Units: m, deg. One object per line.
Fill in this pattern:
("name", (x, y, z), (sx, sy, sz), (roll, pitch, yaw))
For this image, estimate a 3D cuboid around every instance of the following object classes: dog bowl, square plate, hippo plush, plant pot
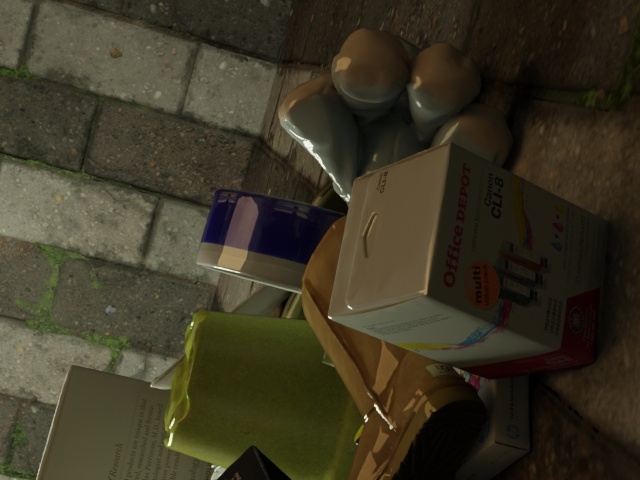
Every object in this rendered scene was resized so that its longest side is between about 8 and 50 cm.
("dog bowl", (-0.026, 0.015, 1.407), (0.265, 0.265, 0.104), (173, 113, -78))
("square plate", (-0.168, 0.168, 2.009), (0.347, 0.049, 0.344), (-40, -1, -8))
("hippo plush", (0.113, -0.128, 1.221), (0.294, 0.234, 0.236), (65, -156, -19))
("plant pot", (-0.061, 0.204, 1.368), (0.276, 0.254, 0.276), (-166, 90, -79))

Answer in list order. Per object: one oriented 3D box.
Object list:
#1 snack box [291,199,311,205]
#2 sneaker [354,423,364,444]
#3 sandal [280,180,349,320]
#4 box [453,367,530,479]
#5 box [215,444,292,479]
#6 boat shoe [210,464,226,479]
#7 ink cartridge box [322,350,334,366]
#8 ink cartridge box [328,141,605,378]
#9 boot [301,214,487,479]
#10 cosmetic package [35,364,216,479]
("snack box", (0.000, 0.000, 1.643), (0.037, 0.141, 0.100), (12, 89, 40))
("sneaker", (0.093, 0.233, 1.119), (0.053, 0.059, 0.144), (-45, 28, -4))
("sandal", (0.023, 0.054, 1.585), (0.086, 0.120, 0.302), (16, 93, 45))
("box", (0.149, 0.131, 0.993), (0.145, 0.038, 0.186), (121, 159, -55))
("box", (-0.086, 0.421, 1.009), (0.312, 0.179, 0.343), (-43, 19, -1))
("boat shoe", (-0.106, 0.378, 1.728), (0.320, 0.118, 0.103), (130, 153, -57))
("ink cartridge box", (0.068, 0.127, 1.207), (0.209, 0.109, 0.062), (169, 116, -77))
("ink cartridge box", (0.118, 0.022, 0.849), (0.127, 0.176, 0.128), (-20, 54, 54))
("boot", (0.042, 0.143, 1.022), (0.236, 0.089, 0.269), (-60, 35, 22))
("cosmetic package", (-0.351, 0.492, 2.060), (0.329, 0.394, 0.327), (117, 163, -50))
